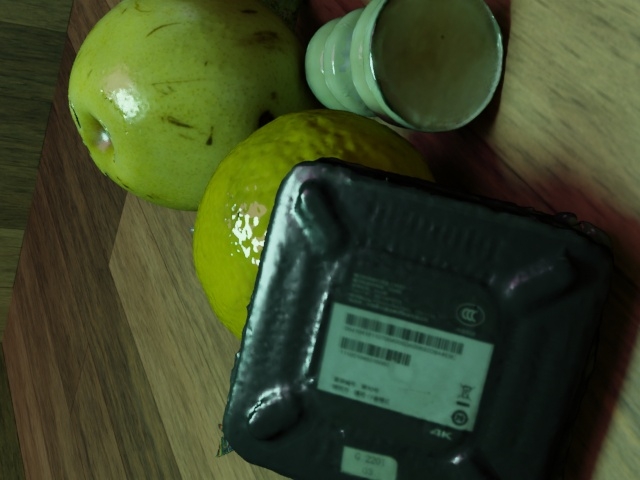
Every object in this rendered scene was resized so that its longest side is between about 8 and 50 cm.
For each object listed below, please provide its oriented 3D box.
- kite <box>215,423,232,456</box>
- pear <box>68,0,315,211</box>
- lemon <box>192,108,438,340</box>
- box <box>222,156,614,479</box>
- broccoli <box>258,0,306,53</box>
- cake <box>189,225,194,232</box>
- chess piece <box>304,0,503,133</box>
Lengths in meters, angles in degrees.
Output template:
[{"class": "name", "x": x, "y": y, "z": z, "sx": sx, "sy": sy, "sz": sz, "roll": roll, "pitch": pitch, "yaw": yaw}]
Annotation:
[{"class": "kite", "x": -0.169, "y": 0.350, "z": 1.847, "sx": 0.090, "sy": 0.004, "sz": 0.122, "roll": 38, "pitch": 118, "yaw": 59}, {"class": "pear", "x": -0.186, "y": -0.205, "z": 1.486, "sx": 0.348, "sy": 0.348, "sz": 0.348, "roll": -19, "pitch": 68, "yaw": 61}, {"class": "lemon", "x": 0.001, "y": -0.001, "z": 1.252, "sx": 0.336, "sy": 0.336, "sz": 0.336, "roll": -19, "pitch": 68, "yaw": 61}, {"class": "box", "x": 0.094, "y": 0.111, "z": 1.041, "sx": 0.091, "sy": 0.359, "sz": 0.350, "roll": -32, "pitch": -44, "yaw": -73}, {"class": "broccoli", "x": -0.087, "y": -0.350, "z": 1.672, "sx": 0.194, "sy": 0.220, "sz": 0.194, "roll": 22, "pitch": -90, "yaw": -79}, {"class": "cake", "x": -0.112, "y": -0.012, "z": 1.620, "sx": 0.208, "sy": 0.178, "sz": 0.185, "roll": 22, "pitch": 104, "yaw": 59}, {"class": "chess piece", "x": 0.077, "y": -0.232, "z": 1.316, "sx": 0.330, "sy": 0.182, "sz": 0.182, "roll": -162, "pitch": 79, "yaw": -68}]
